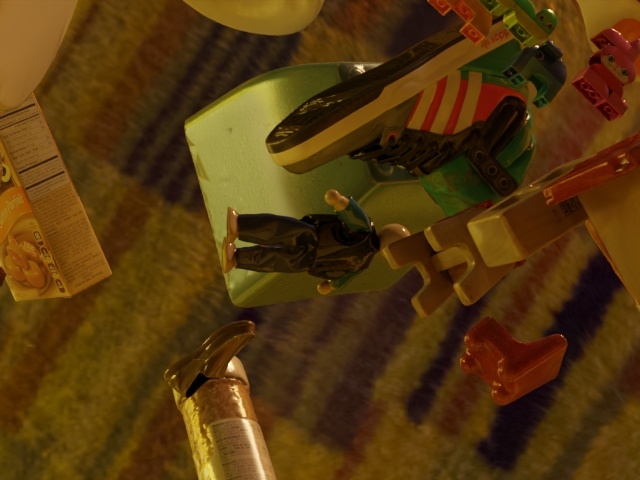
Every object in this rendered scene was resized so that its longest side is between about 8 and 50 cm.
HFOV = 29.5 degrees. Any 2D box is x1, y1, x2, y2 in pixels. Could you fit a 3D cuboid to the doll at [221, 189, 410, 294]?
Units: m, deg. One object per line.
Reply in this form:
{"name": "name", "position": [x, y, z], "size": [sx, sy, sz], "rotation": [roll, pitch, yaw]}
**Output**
{"name": "doll", "position": [0.000, 0.000, 1.207], "size": [0.189, 0.129, 0.046], "rotation": [2, 38, -11]}

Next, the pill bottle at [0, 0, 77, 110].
{"name": "pill bottle", "position": [-0.236, -0.148, 0.489], "size": [0.272, 0.152, 0.152], "rotation": [19, 87, -1]}

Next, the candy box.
{"name": "candy box", "position": [-0.447, -0.069, 1.813], "size": [0.183, 0.087, 0.316], "rotation": [-8, 109, 50]}

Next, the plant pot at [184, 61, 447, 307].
{"name": "plant pot", "position": [0.029, -0.089, 1.420], "size": [0.252, 0.248, 0.247], "rotation": [-35, 67, 50]}

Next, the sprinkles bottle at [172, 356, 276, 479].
{"name": "sprinkles bottle", "position": [-0.135, 0.344, 1.875], "size": [0.121, 0.121, 0.355], "rotation": [-29, 51, 10]}

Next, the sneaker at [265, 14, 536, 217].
{"name": "sneaker", "position": [0.095, -0.083, 1.143], "size": [0.295, 0.124, 0.178], "rotation": [-30, 106, -28]}

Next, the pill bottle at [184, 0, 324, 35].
{"name": "pill bottle", "position": [-0.037, -0.435, 1.399], "size": [0.204, 0.204, 0.361], "rotation": [13, 67, 17]}

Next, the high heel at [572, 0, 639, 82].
{"name": "high heel", "position": [0.283, -0.256, 1.204], "size": [0.244, 0.082, 0.117], "rotation": [37, 49, -1]}

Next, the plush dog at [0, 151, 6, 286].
{"name": "plush dog", "position": [-0.451, 0.003, 1.248], "size": [0.262, 0.210, 0.225], "rotation": [-12, 100, -8]}

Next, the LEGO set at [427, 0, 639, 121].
{"name": "LEGO set", "position": [0.174, -0.202, 1.029], "size": [0.227, 0.087, 0.093], "rotation": [42, 67, -9]}

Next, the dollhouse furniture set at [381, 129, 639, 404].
{"name": "dollhouse furniture set", "position": [0.232, 0.027, 0.980], "size": [0.152, 0.374, 0.201], "rotation": [-29, 92, -25]}

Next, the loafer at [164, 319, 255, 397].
{"name": "loafer", "position": [-0.143, 0.164, 1.660], "size": [0.148, 0.056, 0.050], "rotation": [-37, 66, 11]}
